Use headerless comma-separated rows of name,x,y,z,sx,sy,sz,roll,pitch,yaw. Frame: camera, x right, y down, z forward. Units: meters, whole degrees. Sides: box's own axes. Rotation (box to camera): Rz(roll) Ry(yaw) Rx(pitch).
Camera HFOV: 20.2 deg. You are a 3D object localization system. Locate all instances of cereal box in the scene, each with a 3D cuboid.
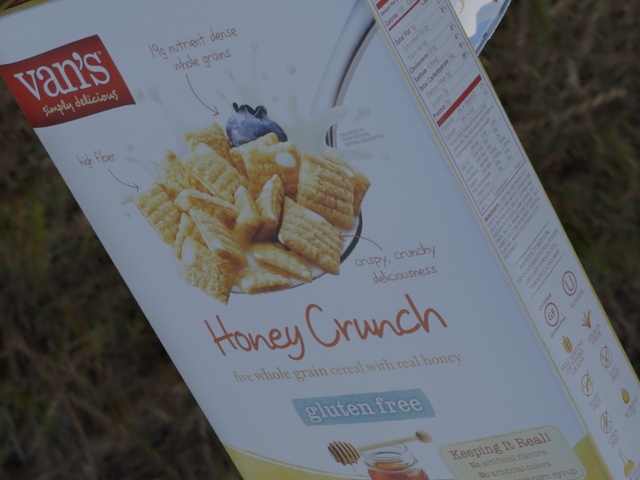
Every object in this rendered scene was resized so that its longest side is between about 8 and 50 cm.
cereal box,0.000,0.000,0.635,0.047,0.173,0.240,-48,117,-40

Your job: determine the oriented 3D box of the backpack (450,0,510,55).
backpack,-0.019,-0.180,1.009,0.263,0.213,0.276,7,117,-40
